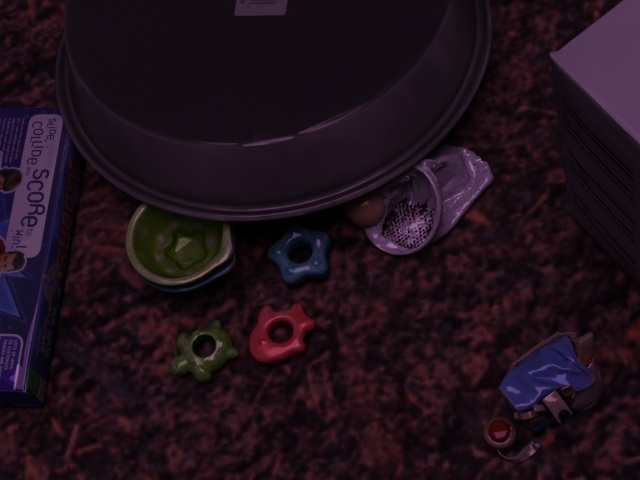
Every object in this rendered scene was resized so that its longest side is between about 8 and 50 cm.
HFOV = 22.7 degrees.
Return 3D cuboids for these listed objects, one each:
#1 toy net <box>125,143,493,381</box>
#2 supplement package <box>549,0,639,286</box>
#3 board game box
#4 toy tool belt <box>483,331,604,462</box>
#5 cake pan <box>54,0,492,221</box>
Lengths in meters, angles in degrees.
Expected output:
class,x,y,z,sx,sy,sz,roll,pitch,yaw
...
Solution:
class,x,y,z,sx,sy,sz,roll,pitch,yaw
toy net,0.000,0.000,0.992,0.232,0.045,0.122,-20,63,2
supplement package,0.251,-0.063,0.881,0.194,0.203,0.149,-37,65,-6
board game box,-0.234,0.008,1.043,0.136,0.035,0.201,1,66,12
toy tool belt,0.126,0.087,0.922,0.083,0.051,0.052,-38,64,-6
cake pan,-0.037,-0.145,1.035,0.293,0.054,0.293,-5,55,7
